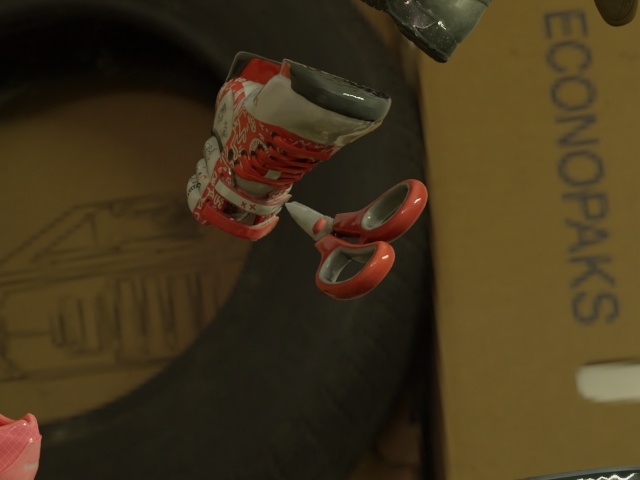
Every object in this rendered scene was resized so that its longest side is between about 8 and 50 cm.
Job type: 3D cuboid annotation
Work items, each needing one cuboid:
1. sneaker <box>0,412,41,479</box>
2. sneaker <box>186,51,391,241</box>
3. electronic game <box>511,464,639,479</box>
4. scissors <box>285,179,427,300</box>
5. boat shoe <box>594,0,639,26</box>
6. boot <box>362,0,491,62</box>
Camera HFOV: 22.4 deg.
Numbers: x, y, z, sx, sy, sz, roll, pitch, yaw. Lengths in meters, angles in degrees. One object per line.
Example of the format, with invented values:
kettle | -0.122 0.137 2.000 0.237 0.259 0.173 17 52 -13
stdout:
sneaker | -0.464 0.211 1.905 0.116 0.314 0.136 -37 146 -74
sneaker | -0.030 -0.064 1.263 0.145 0.090 0.270 -70 -159 3
electronic game | 0.128 0.177 1.022 0.229 0.229 0.048 45 34 -67
scissors | 0.000 0.000 1.312 0.021 0.297 0.109 37 75 -19
boat shoe | 0.311 -0.301 1.727 0.049 0.056 0.152 5 75 -76
boot | 0.100 -0.317 1.723 0.246 0.161 0.083 41 0 13
